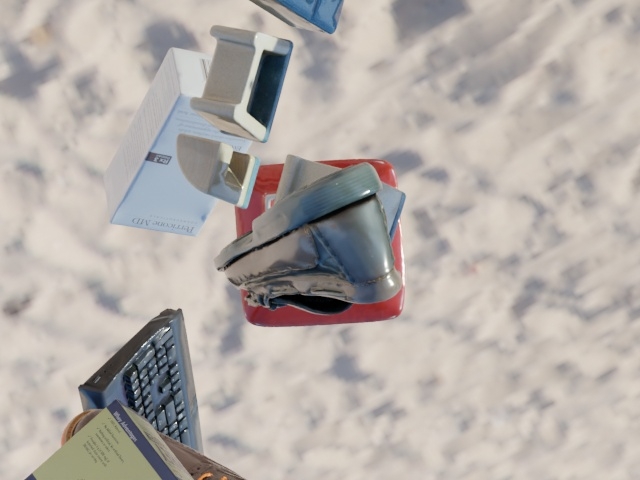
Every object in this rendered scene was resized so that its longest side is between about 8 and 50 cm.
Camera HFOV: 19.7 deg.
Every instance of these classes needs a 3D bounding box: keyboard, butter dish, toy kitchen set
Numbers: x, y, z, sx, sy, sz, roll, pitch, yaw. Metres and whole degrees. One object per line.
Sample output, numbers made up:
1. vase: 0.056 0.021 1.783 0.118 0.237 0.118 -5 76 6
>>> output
1. keyboard: -0.174 0.211 1.649 0.201 0.033 0.317 -44 152 -27
2. butter dish: 0.000 0.000 1.819 0.160 0.159 0.118 -4 -176 1
3. toy kitchen set: 0.008 -0.113 1.383 0.122 0.166 0.207 20 85 -64

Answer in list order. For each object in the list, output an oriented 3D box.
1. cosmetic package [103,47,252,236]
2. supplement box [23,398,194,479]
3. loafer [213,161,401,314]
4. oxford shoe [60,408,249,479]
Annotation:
1. cosmetic package: -0.158 -0.110 2.129 0.117 0.085 0.231 8 136 -24
2. supplement box: -0.135 0.168 1.226 0.083 0.083 0.056 -41 154 0
3. loafer: -0.007 0.019 1.196 0.096 0.084 0.267 -25 176 -12
4. oxford shoe: -0.070 0.200 1.380 0.097 0.271 0.098 -55 178 -44
